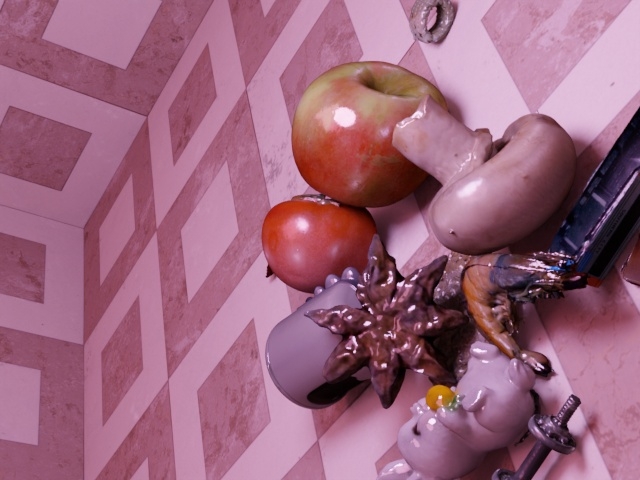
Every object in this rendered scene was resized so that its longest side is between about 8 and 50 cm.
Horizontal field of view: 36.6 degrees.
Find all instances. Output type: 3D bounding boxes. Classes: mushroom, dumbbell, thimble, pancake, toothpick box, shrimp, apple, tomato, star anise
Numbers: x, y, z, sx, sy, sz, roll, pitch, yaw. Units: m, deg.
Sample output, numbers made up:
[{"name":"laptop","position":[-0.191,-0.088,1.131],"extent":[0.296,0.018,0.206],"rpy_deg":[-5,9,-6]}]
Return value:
[{"name":"mushroom","position":[0.269,-0.133,1.638],"extent":[0.292,0.290,0.292],"rpy_deg":[-42,2,2]},{"name":"dumbbell","position":[0.331,0.344,1.503],"extent":[0.254,0.082,0.081],"rpy_deg":[-63,30,19]},{"name":"thimble","position":[0.242,-0.487,2.128],"extent":[0.110,0.084,0.062],"rpy_deg":[-65,29,8]},{"name":"pancake","position":[0.259,0.150,1.769],"extent":[0.282,0.049,0.282],"rpy_deg":[-32,52,51]},{"name":"toothpick box","position":[0.046,0.187,1.955],"extent":[0.316,0.229,0.229],"rpy_deg":[-38,43,45]},{"name":"shrimp","position":[0.335,0.117,1.547],"extent":[0.290,0.054,0.222],"rpy_deg":[-19,95,58]},{"name":"apple","position":[0.097,-0.214,2.011],"extent":[0.319,0.319,0.277],"rpy_deg":[-113,28,-51]},{"name":"tomato","position":[0.000,0.000,2.107],"extent":[0.256,0.256,0.224],"rpy_deg":[23,114,62]},{"name":"star anise","position":[0.118,0.142,1.747],"extent":[0.315,0.315,0.108],"rpy_deg":[-67,-13,10]}]

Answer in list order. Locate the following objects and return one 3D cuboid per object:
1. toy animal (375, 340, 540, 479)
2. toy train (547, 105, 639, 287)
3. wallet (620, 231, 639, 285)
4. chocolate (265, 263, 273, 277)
[{"name":"toy animal","position":[0.223,0.319,1.595],"extent":[0.325,0.154,0.208],"rpy_deg":[-59,15,3]},{"name":"toy train","position":[0.492,-0.118,1.471],"extent":[0.409,0.089,0.086],"rpy_deg":[-61,26,19]},{"name":"wallet","position":[0.518,0.034,1.405],"extent":[0.176,0.026,0.095],"rpy_deg":[16,83,62]},{"name":"chocolate","position":[-0.087,0.027,2.484],"extent":[0.182,0.028,0.086],"rpy_deg":[-46,31,38]}]
